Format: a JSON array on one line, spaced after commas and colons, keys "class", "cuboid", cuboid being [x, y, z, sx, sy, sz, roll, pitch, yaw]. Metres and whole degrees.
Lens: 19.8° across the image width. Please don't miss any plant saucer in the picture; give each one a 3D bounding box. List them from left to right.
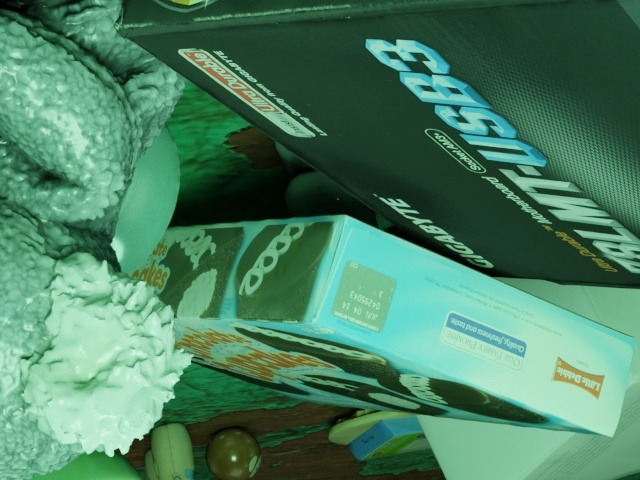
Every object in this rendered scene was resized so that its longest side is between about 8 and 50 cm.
[{"class": "plant saucer", "cuboid": [-0.126, -0.024, 0.879, 0.119, 0.119, 0.021, -17, 151, 14]}]

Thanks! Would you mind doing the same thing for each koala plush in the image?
[{"class": "koala plush", "cuboid": [-0.135, -0.001, 0.762, 0.203, 0.221, 0.196, 4, 156, -43]}]

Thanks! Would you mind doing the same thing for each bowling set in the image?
[{"class": "bowling set", "cuboid": [-0.142, 0.257, 1.696, 0.200, 0.154, 0.287, -10, 163, -7]}]

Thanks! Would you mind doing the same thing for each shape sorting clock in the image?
[{"class": "shape sorting clock", "cuboid": [0.109, 0.178, 1.817, 0.206, 0.040, 0.206, -11, 167, -3]}]

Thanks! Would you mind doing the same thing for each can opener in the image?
[{"class": "can opener", "cuboid": [0.000, 0.000, 1.113, 0.093, 0.074, 0.280, -12, 163, -1]}]

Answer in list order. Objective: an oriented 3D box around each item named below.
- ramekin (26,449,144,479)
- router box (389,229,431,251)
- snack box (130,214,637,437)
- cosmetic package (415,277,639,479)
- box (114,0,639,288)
[{"class": "ramekin", "cuboid": [-0.285, 0.183, 1.249, 0.303, 0.148, 0.303, -30, 165, -9]}, {"class": "router box", "cuboid": [0.050, 0.043, 1.333, 0.133, 0.046, 0.179, -20, 162, 21]}, {"class": "snack box", "cuboid": [0.001, 0.047, 1.024, 0.187, 0.060, 0.322, 22, 168, -27]}, {"class": "cosmetic package", "cuboid": [0.212, 0.074, 1.299, 0.224, 0.138, 0.224, -12, 154, -34]}, {"class": "box", "cuboid": [0.118, -0.056, 0.756, 0.293, 0.073, 0.295, 0, 158, 36]}]
